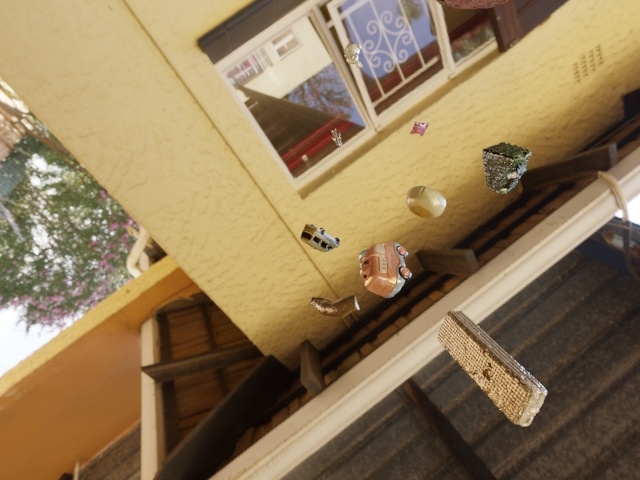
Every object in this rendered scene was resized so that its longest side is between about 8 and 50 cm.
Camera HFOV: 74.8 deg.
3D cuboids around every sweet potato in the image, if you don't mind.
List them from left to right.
[{"bbox_3d":[0.063,0.293,1.888,0.285,0.085,0.112,-6,-121,51],"label":"sweet potato"}]

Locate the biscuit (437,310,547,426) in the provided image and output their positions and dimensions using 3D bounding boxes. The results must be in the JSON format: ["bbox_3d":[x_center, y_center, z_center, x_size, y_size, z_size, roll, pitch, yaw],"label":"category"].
[{"bbox_3d":[0.537,0.399,1.367,0.426,0.078,0.144,-128,-130,-60],"label":"biscuit"}]

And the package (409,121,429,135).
[{"bbox_3d":[0.396,-0.451,1.691,0.083,0.059,0.029,-4,-139,-35],"label":"package"}]

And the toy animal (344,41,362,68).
[{"bbox_3d":[0.152,-0.854,1.940,0.085,0.071,0.124,-6,-124,27],"label":"toy animal"}]

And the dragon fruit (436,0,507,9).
[{"bbox_3d":[0.615,-1.050,1.582,0.314,0.263,0.296,-6,-168,-21],"label":"dragon fruit"}]

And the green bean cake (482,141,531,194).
[{"bbox_3d":[0.774,-0.290,1.728,0.107,0.208,0.193,-25,-150,-11],"label":"green bean cake"}]

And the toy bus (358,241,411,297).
[{"bbox_3d":[0.301,0.139,2.088,0.194,0.232,0.288,118,-22,-46],"label":"toy bus"}]

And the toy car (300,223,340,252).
[{"bbox_3d":[0.000,0.000,2.330,0.101,0.256,0.124,23,-96,40],"label":"toy car"}]

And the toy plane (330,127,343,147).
[{"bbox_3d":[0.074,-0.444,1.822,0.031,0.083,0.078,-34,-166,-23],"label":"toy plane"}]

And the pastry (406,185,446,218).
[{"bbox_3d":[0.410,-0.150,1.643,0.156,0.156,0.092,4,-118,46],"label":"pastry"}]
